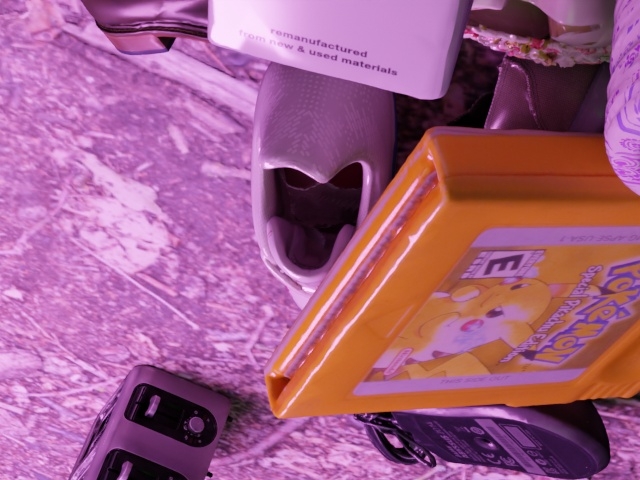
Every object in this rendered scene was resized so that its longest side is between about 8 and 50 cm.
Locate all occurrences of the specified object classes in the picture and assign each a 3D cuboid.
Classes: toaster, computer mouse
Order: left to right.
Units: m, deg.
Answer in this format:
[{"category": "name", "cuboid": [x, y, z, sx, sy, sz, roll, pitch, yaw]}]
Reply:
[{"category": "toaster", "cuboid": [-0.181, 0.234, 1.353, 0.110, 0.168, 0.185, 28, 142, -10]}, {"category": "computer mouse", "cuboid": [0.130, 0.139, 1.186, 0.272, 0.072, 0.188, 2, 146, 40]}]

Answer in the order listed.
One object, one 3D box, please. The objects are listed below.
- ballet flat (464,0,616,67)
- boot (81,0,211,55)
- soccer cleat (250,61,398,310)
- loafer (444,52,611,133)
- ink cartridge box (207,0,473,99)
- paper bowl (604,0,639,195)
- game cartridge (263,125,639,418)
[{"category": "ballet flat", "cuboid": [0.106, -0.137, 0.758, 0.241, 0.077, 0.091, 4, 111, -7]}, {"category": "boot", "cuboid": [-0.074, -0.177, 0.827, 0.219, 0.082, 0.106, -8, 140, 34]}, {"category": "soccer cleat", "cuboid": [0.000, 0.000, 0.980, 0.116, 0.143, 0.331, 8, 144, 13]}, {"category": "loafer", "cuboid": [0.122, -0.057, 0.914, 0.087, 0.094, 0.251, 31, 142, 3]}, {"category": "ink cartridge box", "cuboid": [0.038, -0.240, 0.587, 0.121, 0.211, 0.289, 15, 143, 6]}, {"category": "paper bowl", "cuboid": [0.289, -0.101, 0.679, 0.284, 0.148, 0.284, 7, 164, 2]}, {"category": "game cartridge", "cuboid": [0.158, 0.032, 0.908, 0.324, 0.052, 0.285, 1, 146, -24]}]
